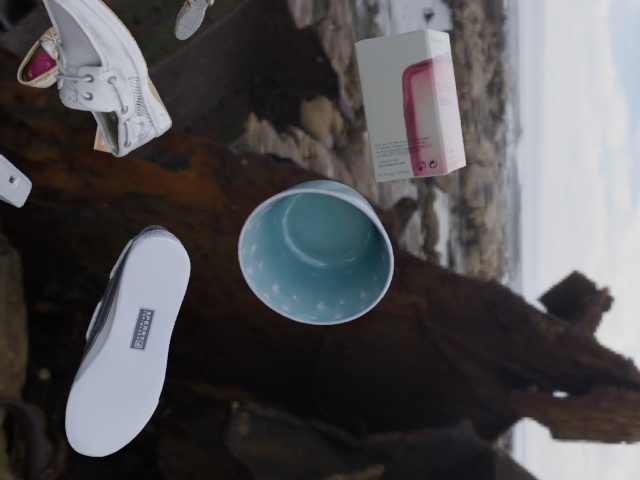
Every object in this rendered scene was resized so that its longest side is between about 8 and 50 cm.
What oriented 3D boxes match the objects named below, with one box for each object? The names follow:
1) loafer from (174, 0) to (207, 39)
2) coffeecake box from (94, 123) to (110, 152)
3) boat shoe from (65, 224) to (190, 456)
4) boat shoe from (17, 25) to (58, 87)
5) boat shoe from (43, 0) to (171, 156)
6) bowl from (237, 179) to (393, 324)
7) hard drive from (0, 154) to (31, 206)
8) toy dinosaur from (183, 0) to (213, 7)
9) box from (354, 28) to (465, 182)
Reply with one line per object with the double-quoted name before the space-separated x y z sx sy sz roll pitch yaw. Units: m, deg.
"loafer" -0.253 -0.457 1.768 0.045 0.039 0.125 20 109 -48
"coffeecake box" -0.511 -0.315 2.214 0.185 0.068 0.142 -109 -148 -63
"boat shoe" -0.250 0.124 1.140 0.102 0.108 0.301 -142 -112 -67
"boat shoe" -0.414 -0.300 1.400 0.063 0.170 0.059 47 24 3
"boat shoe" -0.260 -0.189 1.038 0.096 0.098 0.277 -46 150 -15
"bowl" 0.000 0.000 1.826 0.163 0.312 0.311 -73 158 -59
"hard drive" -0.576 -0.151 1.192 0.233 0.353 0.047 145 -30 -80
"toy dinosaur" -0.218 -0.445 1.542 0.092 0.053 0.183 80 -17 -59
"box" 0.152 -0.222 1.478 0.148 0.127 0.232 -25 108 -66
